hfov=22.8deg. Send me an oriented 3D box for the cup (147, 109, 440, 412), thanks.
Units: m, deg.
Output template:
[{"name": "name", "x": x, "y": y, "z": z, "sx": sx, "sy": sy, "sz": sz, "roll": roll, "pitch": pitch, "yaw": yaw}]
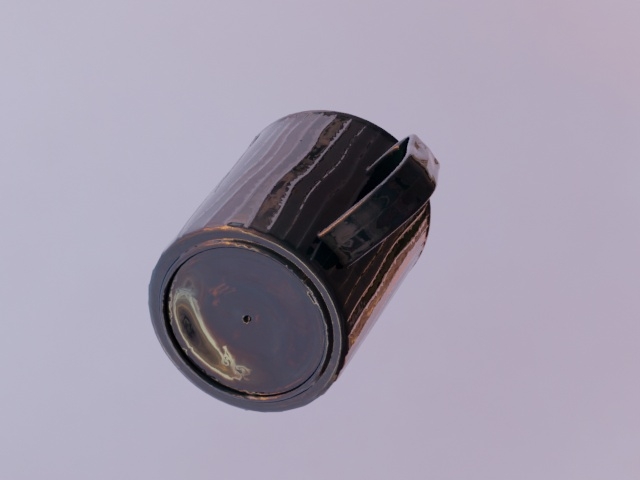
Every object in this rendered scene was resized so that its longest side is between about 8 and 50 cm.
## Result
[{"name": "cup", "x": -0.010, "y": -0.003, "z": 0.819, "sx": 0.113, "sy": 0.150, "sz": 0.138, "roll": 25, "pitch": -147, "yaw": 7}]
